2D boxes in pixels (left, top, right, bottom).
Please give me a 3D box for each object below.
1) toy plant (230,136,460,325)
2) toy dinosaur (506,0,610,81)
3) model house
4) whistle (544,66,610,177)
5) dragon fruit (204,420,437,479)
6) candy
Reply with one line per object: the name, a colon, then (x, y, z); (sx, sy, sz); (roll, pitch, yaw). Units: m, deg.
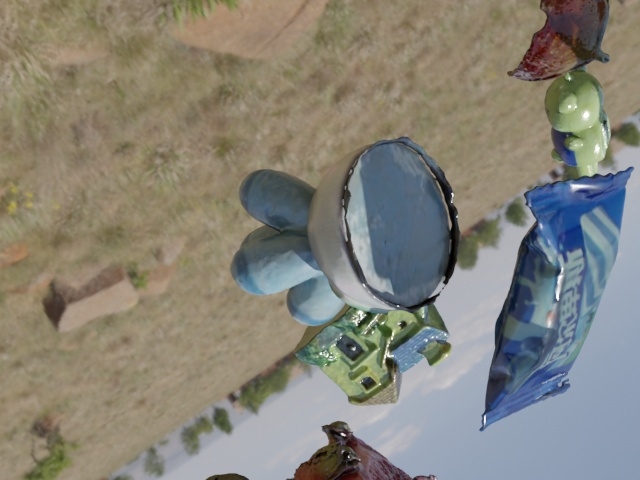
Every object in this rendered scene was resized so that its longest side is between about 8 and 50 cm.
toy plant: (0.000, 0.000, 1.090); (0.332, 0.247, 0.247); (-11, -168, 44)
toy dinosaur: (0.320, -0.350, 0.892); (0.207, 0.327, 0.113); (0, -164, 13)
model house: (0.101, 0.157, 1.248); (0.214, 0.189, 0.195); (-42, -173, 17)
whistle: (0.389, -0.166, 1.160); (0.085, 0.227, 0.105); (4, -130, 32)
dragon fruit: (0.046, 0.253, 0.586); (0.147, 0.282, 0.211); (-42, -174, 20)
candy: (0.271, 0.074, 0.909); (0.187, 0.077, 0.331); (-14, 126, -34)
